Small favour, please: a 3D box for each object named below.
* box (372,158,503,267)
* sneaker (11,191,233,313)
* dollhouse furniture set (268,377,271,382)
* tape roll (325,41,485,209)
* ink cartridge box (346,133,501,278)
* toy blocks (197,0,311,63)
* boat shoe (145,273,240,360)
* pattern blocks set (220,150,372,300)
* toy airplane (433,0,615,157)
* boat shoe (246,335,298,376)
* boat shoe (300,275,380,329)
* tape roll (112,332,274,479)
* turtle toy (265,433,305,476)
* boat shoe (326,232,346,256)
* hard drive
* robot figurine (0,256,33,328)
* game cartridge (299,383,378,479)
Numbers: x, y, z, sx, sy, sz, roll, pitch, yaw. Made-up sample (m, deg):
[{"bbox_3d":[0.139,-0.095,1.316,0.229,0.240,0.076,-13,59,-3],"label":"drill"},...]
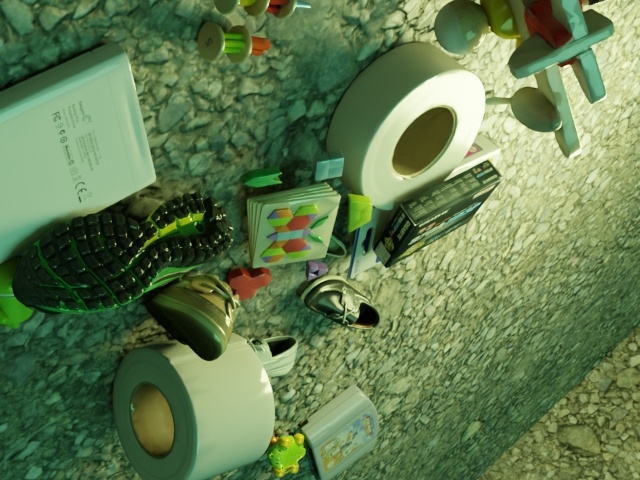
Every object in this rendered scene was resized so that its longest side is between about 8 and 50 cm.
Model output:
[{"bbox_3d":[0.215,-0.049,1.765,0.220,0.051,0.175,-27,162,-27],"label":"box"},{"bbox_3d":[-0.282,0.039,1.355,0.343,0.134,0.146,-16,165,-47],"label":"sneaker"},{"bbox_3d":[-0.145,0.313,1.962,0.081,0.091,0.114,5,106,-3],"label":"dollhouse furniture set"},{"bbox_3d":[0.147,-0.193,1.640,0.286,0.100,0.286,-30,145,-24],"label":"tape roll"},{"bbox_3d":[0.190,-0.069,1.861,0.370,0.069,0.176,-27,145,-31],"label":"ink cartridge box"},{"bbox_3d":[-0.085,-0.298,1.299,0.148,0.054,0.123,-8,132,-45],"label":"toy blocks"},{"bbox_3d":[-0.187,0.097,1.451,0.110,0.341,0.122,-44,104,-14],"label":"boat shoe"},{"bbox_3d":[-0.050,-0.019,1.587,0.285,0.026,0.325,-17,145,-4],"label":"pattern blocks set"},{"bbox_3d":[0.302,-0.335,1.439,0.272,0.386,0.384,-13,168,22],"label":"toy airplane"},{"bbox_3d":[-0.127,0.221,1.825,0.227,0.079,0.081,-5,121,-53],"label":"boat shoe"},{"bbox_3d":[0.045,0.129,1.908,0.084,0.079,0.233,-50,146,10],"label":"boat shoe"},{"bbox_3d":[-0.219,0.286,1.625,0.169,0.246,0.246,-10,134,-43],"label":"tape roll"},{"bbox_3d":[-0.078,0.479,2.169,0.130,0.066,0.095,2,101,-53],"label":"turtle toy"},{"bbox_3d":[0.000,0.000,1.742,0.049,0.043,0.137,-50,147,11],"label":"boat shoe"},{"bbox_3d":[-0.386,-0.083,1.204,0.353,0.047,0.233,-31,146,-22],"label":"hard drive"},{"bbox_3d":[-0.427,0.069,1.307,0.101,0.067,0.115,-55,163,-45],"label":"robot figurine"},{"bbox_3d":[0.053,0.475,2.332,0.198,0.062,0.297,-31,146,-14],"label":"game cartridge"}]
